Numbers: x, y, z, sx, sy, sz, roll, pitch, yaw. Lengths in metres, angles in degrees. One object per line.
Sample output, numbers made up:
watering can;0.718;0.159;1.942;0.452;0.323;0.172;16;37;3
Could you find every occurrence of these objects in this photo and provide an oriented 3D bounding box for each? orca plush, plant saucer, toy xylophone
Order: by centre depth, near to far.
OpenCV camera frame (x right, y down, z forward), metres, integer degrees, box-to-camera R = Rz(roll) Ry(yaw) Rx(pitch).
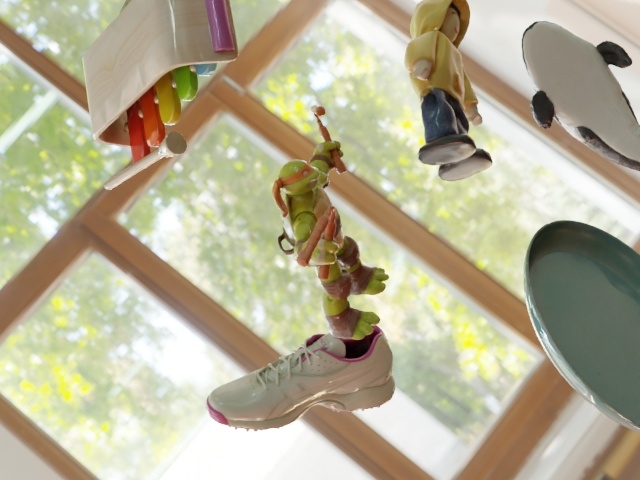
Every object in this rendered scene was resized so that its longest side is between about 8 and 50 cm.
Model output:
plant saucer;0.370;0.114;1.413;0.043;0.317;0.317;-47;-6;39
toy xylophone;-0.214;-0.193;1.416;0.081;0.236;0.323;-1;-7;-34
orca plush;0.401;-0.199;1.605;0.151;0.287;0.102;-58;-9;13

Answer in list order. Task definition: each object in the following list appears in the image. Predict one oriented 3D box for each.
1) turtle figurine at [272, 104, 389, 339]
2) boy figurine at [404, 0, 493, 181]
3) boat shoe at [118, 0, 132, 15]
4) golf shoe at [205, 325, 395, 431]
turtle figurine;0.000;0.000;1.167;0.087;0.217;0.269;-17;35;12
boy figurine;0.180;-0.224;1.592;0.092;0.285;0.177;-19;-35;30
boat shoe;-0.201;-0.404;1.663;0.105;0.089;0.285;22;-85;-35
golf shoe;-0.030;0.203;1.736;0.306;0.115;0.140;-10;-58;-20
